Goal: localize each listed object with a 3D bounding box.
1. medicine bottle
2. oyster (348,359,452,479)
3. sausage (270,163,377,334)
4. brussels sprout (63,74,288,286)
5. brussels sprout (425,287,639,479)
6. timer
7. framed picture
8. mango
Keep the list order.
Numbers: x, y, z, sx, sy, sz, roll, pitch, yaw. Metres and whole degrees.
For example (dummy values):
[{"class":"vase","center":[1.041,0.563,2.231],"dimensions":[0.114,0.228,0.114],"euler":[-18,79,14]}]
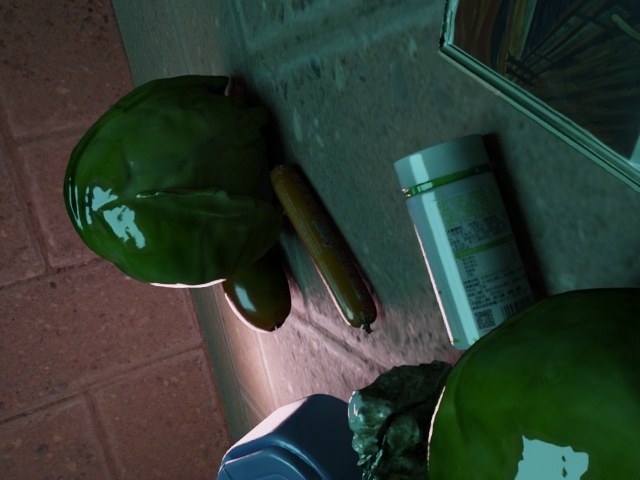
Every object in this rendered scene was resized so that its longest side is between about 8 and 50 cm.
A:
[{"class":"medicine bottle","center":[0.135,0.002,0.597],"dimensions":[0.086,0.086,0.183],"euler":[161,92,-70]},{"class":"oyster","center":[0.096,0.220,0.725],"dimensions":[0.112,0.198,0.267],"euler":[16,130,25]},{"class":"sausage","center":[0.000,0.000,1.005],"dimensions":[0.053,0.053,0.347],"euler":[100,147,-52]},{"class":"brussels sprout","center":[-0.281,-0.109,1.189],"dimensions":[0.425,0.361,0.342],"euler":[-124,32,-50]},{"class":"brussels sprout","center":[0.191,0.157,0.406],"dimensions":[0.219,0.210,0.271],"euler":[-17,111,54]},{"class":"timer","center":[0.008,0.434,1.010],"dimensions":[0.395,0.173,0.394],"euler":[22,129,31]},{"class":"framed picture","center":[0.169,-0.178,0.458],"dimensions":[0.273,0.016,0.216],"euler":[53,153,44]},{"class":"mango","center":[-0.146,0.062,1.350],"dimensions":[0.146,0.129,0.289],"euler":[91,162,-46]}]
